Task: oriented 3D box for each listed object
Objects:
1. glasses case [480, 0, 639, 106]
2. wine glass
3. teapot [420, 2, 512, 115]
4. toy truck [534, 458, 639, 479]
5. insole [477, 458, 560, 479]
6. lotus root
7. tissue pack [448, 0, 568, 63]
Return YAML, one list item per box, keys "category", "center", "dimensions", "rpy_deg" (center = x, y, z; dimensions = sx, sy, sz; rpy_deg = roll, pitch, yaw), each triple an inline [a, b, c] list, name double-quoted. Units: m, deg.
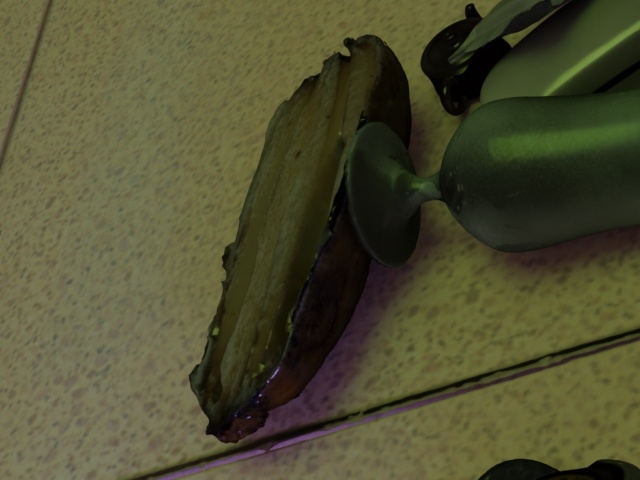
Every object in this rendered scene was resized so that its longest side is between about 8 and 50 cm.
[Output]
- category: "glasses case"
  center: [0.214, -0.147, 0.966]
  dimensions: [0.233, 0.059, 0.092]
  rpy_deg: [-36, 30, 9]
- category: "wine glass"
  center: [0.138, -0.045, 0.900]
  dimensions: [0.231, 0.103, 0.103]
  rpy_deg: [-9, 48, 32]
- category: "teapot"
  center: [0.106, -0.138, 1.065]
  dimensions: [0.068, 0.045, 0.100]
  rpy_deg: [-10, 47, 37]
- category: "toy truck"
  center: [0.150, 0.191, 0.477]
  dimensions: [0.254, 0.180, 0.405]
  rpy_deg: [-21, 5, 20]
- category: "insole"
  center: [0.057, 0.254, 0.756]
  dimensions: [0.110, 0.012, 0.309]
  rpy_deg: [8, 59, 46]
- category: "lotus root"
  center: [0.000, 0.001, 1.007]
  dimensions: [0.167, 0.078, 0.329]
  rpy_deg: [-32, 34, 51]
- category: "tissue pack"
  center: [0.184, -0.196, 1.011]
  dimensions: [0.193, 0.026, 0.122]
  rpy_deg: [-40, 7, -22]
